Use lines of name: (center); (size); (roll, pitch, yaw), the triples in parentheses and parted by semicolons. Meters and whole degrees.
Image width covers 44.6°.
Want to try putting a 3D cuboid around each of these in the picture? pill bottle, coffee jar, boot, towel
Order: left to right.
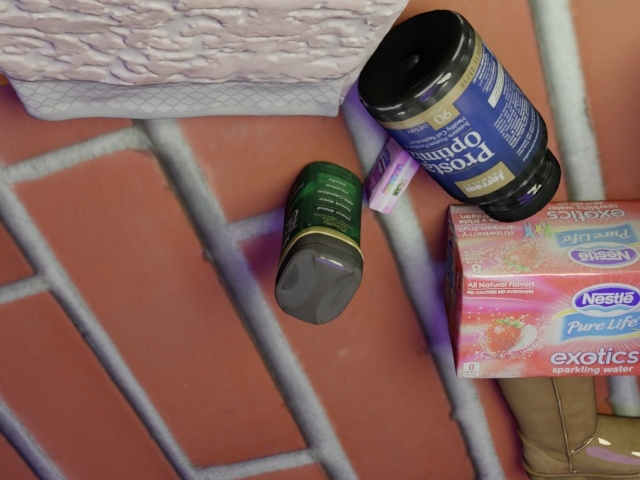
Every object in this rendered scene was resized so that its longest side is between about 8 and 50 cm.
towel: (-0.116, -0.167, 0.646); (0.332, 0.317, 0.053); (-1, 81, -8)
coffee jar: (0.000, 0.000, 0.825); (0.079, 0.184, 0.096); (22, 122, -13)
pill bottle: (0.146, -0.112, 0.770); (0.123, 0.122, 0.219); (-34, 130, 23)
boot: (0.350, 0.205, 1.016); (0.236, 0.089, 0.269); (-14, 122, 11)

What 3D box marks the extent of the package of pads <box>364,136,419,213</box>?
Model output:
package of pads: (0.079, -0.076, 0.852); (0.032, 0.050, 0.083); (18, 123, -16)

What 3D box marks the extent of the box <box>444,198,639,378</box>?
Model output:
box: (0.297, 0.051, 0.876); (0.300, 0.142, 0.154); (-1, 124, 3)

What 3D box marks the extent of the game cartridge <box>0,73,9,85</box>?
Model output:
game cartridge: (-0.283, -0.293, 0.720); (0.324, 0.052, 0.285); (-8, 124, 11)
